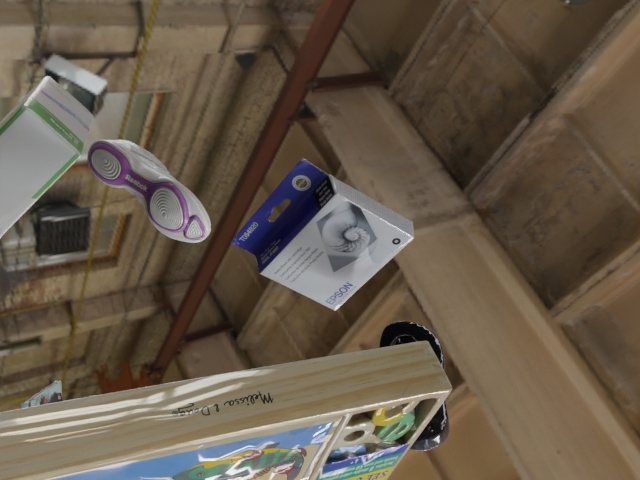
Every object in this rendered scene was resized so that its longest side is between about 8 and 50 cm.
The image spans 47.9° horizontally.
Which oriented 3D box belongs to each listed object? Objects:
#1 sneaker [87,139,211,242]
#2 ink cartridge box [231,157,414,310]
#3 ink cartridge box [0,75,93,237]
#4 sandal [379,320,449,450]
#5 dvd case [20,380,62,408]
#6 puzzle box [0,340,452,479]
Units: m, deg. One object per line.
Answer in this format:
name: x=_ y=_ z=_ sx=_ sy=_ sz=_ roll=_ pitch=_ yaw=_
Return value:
sneaker: x=-0.344 y=-0.120 z=1.545 sx=0.305 sy=0.152 sz=0.114 roll=41 pitch=-69 yaw=2
ink cartridge box: x=0.000 y=0.000 z=1.180 sx=0.223 sy=0.224 sz=0.045 roll=-47 pitch=-154 yaw=34
ink cartridge box: x=-0.387 y=-0.117 z=0.941 sx=0.154 sy=0.093 sz=0.212 roll=-44 pitch=-154 yaw=6
sandal: x=0.143 y=0.197 z=1.075 sx=0.254 sy=0.097 sz=0.054 roll=-99 pitch=171 yaw=-59
dvd case: x=-0.402 y=0.261 z=1.047 sx=0.119 sy=0.013 sz=0.087 roll=-50 pitch=138 yaw=-86
puzzle box: x=-0.118 y=0.207 z=0.587 sx=0.052 sy=0.408 sz=0.272 roll=64 pitch=-32 yaw=36
